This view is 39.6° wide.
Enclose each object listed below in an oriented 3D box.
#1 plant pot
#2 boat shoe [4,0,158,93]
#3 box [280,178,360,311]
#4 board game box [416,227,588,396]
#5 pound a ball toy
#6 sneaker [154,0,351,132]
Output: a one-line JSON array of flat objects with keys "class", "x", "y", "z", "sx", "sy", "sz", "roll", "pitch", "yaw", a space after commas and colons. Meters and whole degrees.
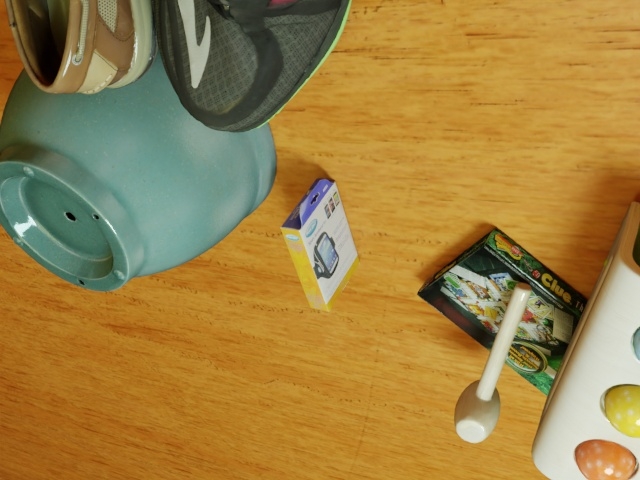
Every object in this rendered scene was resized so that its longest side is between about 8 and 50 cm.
[{"class": "plant pot", "x": -0.220, "y": -0.072, "z": 0.934, "sx": 0.293, "sy": 0.196, "sz": 0.293, "roll": 20, "pitch": 140, "yaw": 18}, {"class": "boat shoe", "x": -0.221, "y": -0.274, "z": 0.724, "sx": 0.123, "sy": 0.120, "sz": 0.324, "roll": 2, "pitch": 114, "yaw": 31}, {"class": "box", "x": 0.000, "y": 0.000, "z": 0.946, "sx": 0.028, "sy": 0.081, "sz": 0.136, "roll": 8, "pitch": 135, "yaw": 31}, {"class": "board game box", "x": 0.239, "y": 0.102, "z": 0.927, "sx": 0.260, "sy": 0.030, "sz": 0.136, "roll": 38, "pitch": 141, "yaw": -6}, {"class": "pound a ball toy", "x": 0.246, "y": 0.123, "z": 0.814, "sx": 0.208, "sy": 0.135, "sz": 0.319, "roll": 20, "pitch": 132, "yaw": 12}, {"class": "sneaker", "x": -0.051, "y": -0.242, "z": 0.616, "sx": 0.185, "sy": 0.202, "sz": 0.482, "roll": 31, "pitch": 143, "yaw": 4}]
